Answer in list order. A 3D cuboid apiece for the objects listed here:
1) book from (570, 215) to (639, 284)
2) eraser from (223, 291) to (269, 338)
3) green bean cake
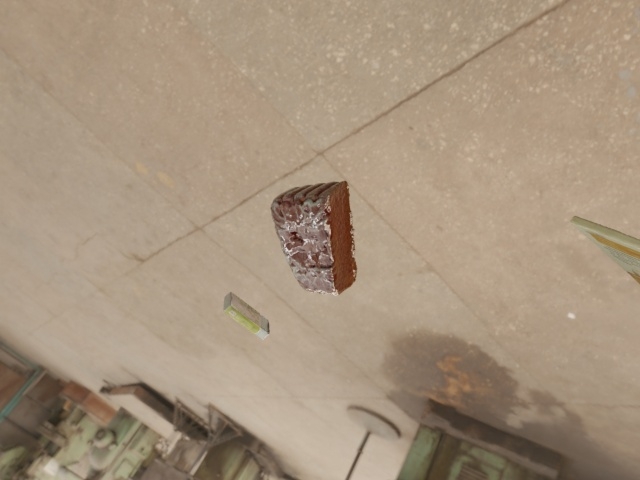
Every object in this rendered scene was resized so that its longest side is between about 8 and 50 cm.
[{"bbox_3d":[0.587,0.065,0.965,0.295,0.020,0.208,33,-174,-24],"label":"book"},{"bbox_3d":[-0.114,0.116,0.867,0.019,0.038,0.083,-40,118,14],"label":"eraser"},{"bbox_3d":[0.000,0.000,1.143,0.198,0.097,0.233,4,118,47],"label":"green bean cake"}]
